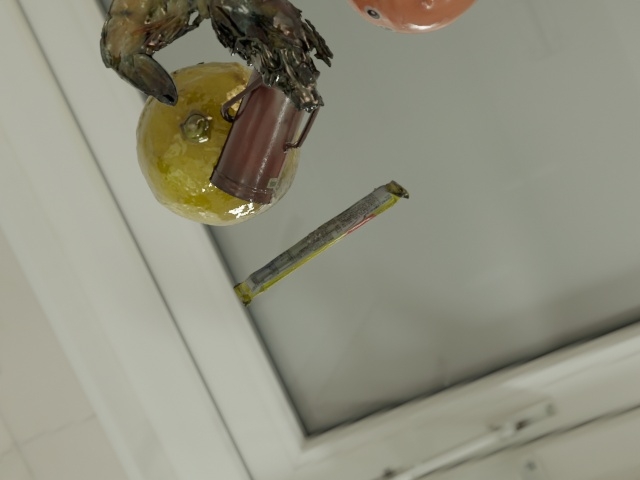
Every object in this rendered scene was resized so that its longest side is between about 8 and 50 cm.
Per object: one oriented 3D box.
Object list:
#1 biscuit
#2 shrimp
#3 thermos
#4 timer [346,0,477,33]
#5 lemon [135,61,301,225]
[{"bbox_3d":[0.000,0.000,1.907,0.292,0.026,0.048,-34,-143,-5],"label":"biscuit"},{"bbox_3d":[-0.141,-0.242,1.632,0.233,0.365,0.071,-36,147,-6],"label":"shrimp"},{"bbox_3d":[-0.065,-0.170,1.775,0.124,0.232,0.099,32,-163,28],"label":"thermos"},{"bbox_3d":[0.123,-0.407,1.818,0.229,0.230,0.215,-26,-129,-4],"label":"timer"},{"bbox_3d":[-0.152,-0.145,1.978,0.260,0.261,0.284,-21,-168,20],"label":"lemon"}]
